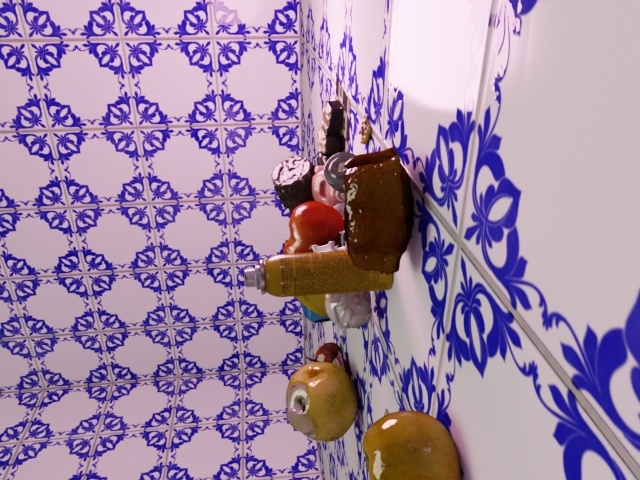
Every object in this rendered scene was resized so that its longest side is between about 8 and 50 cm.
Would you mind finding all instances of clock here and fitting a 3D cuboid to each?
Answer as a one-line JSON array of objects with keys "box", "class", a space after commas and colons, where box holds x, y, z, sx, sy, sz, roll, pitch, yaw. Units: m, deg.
[{"box": [0.041, -0.167, 1.699, 0.162, 0.092, 0.166, 31, 126, 55], "class": "clock"}]

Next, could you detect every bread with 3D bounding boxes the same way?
[{"box": [0.118, -0.059, 1.036, 0.232, 0.135, 0.247, -74, -18, -69], "class": "bread"}]

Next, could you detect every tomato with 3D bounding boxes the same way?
[{"box": [0.000, 0.000, 1.600, 0.139, 0.200, 0.233, 22, 107, 54], "class": "tomato"}]

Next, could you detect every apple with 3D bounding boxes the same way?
[{"box": [0.152, 0.385, 0.876, 0.182, 0.155, 0.182, 177, 90, -81], "class": "apple"}]

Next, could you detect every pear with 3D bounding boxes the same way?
[{"box": [0.022, 0.173, 1.707, 0.267, 0.267, 0.178, -122, 10, -76], "class": "pear"}, {"box": [0.009, 0.564, 1.799, 0.271, 0.271, 0.271, 177, 90, -83], "class": "pear"}]

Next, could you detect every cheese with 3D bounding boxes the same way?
[{"box": [0.079, 0.546, 1.958, 0.155, 0.062, 0.244, -164, 70, -81], "class": "cheese"}]

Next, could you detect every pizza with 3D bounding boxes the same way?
[{"box": [0.115, -0.300, 1.381, 0.083, 0.025, 0.078, 105, 158, -71], "class": "pizza"}]

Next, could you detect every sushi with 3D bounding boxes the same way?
[{"box": [0.023, -0.353, 1.809, 0.296, 0.100, 0.373, -103, 11, -53], "class": "sushi"}]

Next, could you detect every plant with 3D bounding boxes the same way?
[{"box": [-0.055, -0.158, 1.881, 0.194, 0.181, 0.321, 45, 169, 41], "class": "plant"}]

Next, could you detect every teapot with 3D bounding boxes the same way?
[{"box": [0.086, -0.172, 1.464, 0.149, 0.111, 0.108, 45, 178, 33], "class": "teapot"}]

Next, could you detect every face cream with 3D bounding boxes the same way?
[{"box": [-0.007, 0.079, 1.236, 0.105, 0.348, 0.105, 176, 90, -83], "class": "face cream"}]

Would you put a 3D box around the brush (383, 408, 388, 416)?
[{"box": [0.171, 0.482, 1.367, 0.016, 0.013, 0.084, -115, 29, -59], "class": "brush"}]

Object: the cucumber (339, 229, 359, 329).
[{"box": [0.100, 0.112, 1.524, 0.072, 0.072, 0.300, 125, 141, -79], "class": "cucumber"}]

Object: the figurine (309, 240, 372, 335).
[{"box": [0.063, 0.128, 1.367, 0.182, 0.144, 0.257, 16, -113, -78], "class": "figurine"}]

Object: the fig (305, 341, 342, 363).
[{"box": [0.030, 0.486, 2.095, 0.128, 0.150, 0.128, 24, 126, 38], "class": "fig"}]

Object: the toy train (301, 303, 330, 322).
[{"box": [0.000, 0.174, 1.955, 0.300, 0.188, 0.265, 178, 84, -82], "class": "toy train"}]
